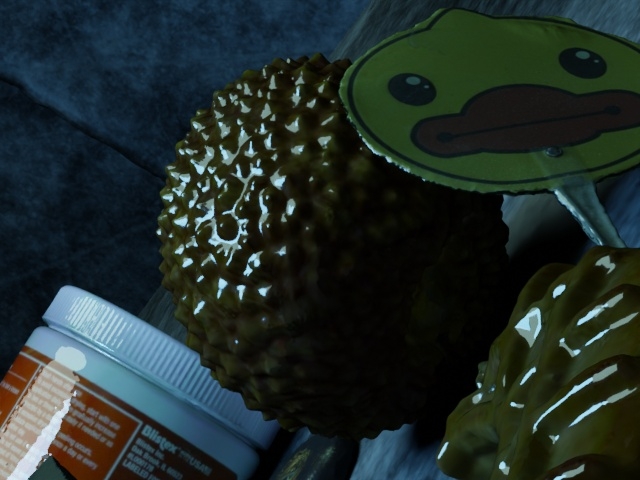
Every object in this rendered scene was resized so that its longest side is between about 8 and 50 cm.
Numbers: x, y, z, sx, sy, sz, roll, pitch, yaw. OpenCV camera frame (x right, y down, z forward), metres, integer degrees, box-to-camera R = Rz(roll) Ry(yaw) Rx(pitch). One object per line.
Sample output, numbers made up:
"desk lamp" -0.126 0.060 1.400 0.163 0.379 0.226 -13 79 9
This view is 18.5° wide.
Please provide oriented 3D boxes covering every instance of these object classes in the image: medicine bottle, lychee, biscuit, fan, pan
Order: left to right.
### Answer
"medicine bottle" -0.197 0.204 1.846 0.240 0.252 0.252 -59 9 -8
"pan" -0.039 0.226 1.619 0.212 0.040 0.115 -49 7 41
"lychee" 0.000 0.000 1.410 0.267 0.267 0.267 -55 9 14
"biscuit" 0.096 0.161 0.900 0.366 0.115 0.268 -61 10 -11
"fan" 0.142 -0.072 1.279 0.335 0.230 0.011 -117 21 -48

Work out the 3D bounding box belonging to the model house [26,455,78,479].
"model house" -0.211 0.342 1.553 0.243 0.204 0.211 -47 32 -6
